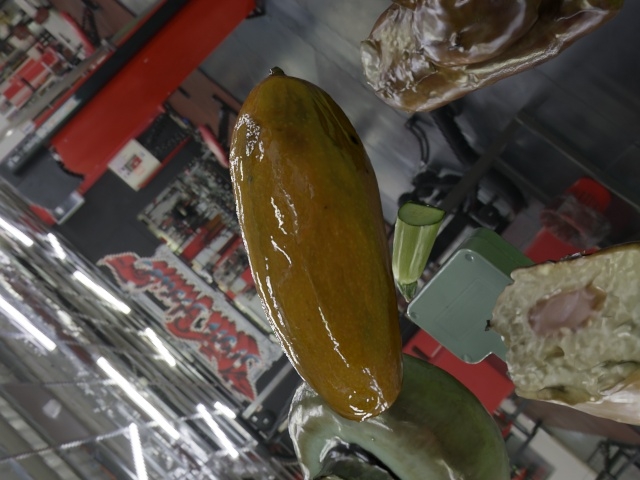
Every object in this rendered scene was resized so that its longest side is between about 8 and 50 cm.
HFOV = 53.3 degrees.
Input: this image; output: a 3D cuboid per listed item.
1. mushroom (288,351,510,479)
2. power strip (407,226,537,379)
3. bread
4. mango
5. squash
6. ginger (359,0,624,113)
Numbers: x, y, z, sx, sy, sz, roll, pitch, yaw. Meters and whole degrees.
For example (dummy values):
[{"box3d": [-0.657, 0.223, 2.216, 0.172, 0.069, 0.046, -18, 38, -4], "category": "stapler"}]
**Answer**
[{"box3d": [0.094, 0.319, 0.918, 0.352, 0.260, 0.352, 19, 120, 36], "category": "mushroom"}, {"box3d": [0.301, 0.143, 1.109, 0.261, 0.141, 0.229, 39, 136, 6], "category": "power strip"}, {"box3d": [0.288, 0.103, 0.745, 0.211, 0.183, 0.224, 5, 162, 29], "category": "bread"}, {"box3d": [-0.001, 0.001, 0.635, 0.187, 0.144, 0.359, 22, -128, -72], "category": "mango"}, {"box3d": [0.251, 0.034, 1.821, 0.137, 0.287, 0.137, 16, -168, -3], "category": "squash"}, {"box3d": [0.171, -0.294, 0.870, 0.254, 0.176, 0.418, 1, 177, -31], "category": "ginger"}]
